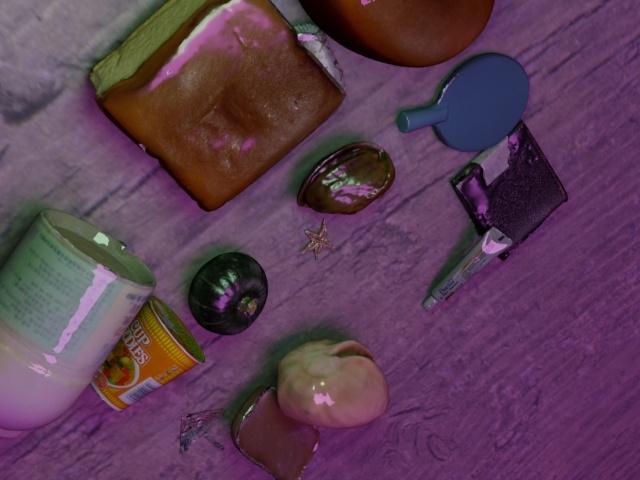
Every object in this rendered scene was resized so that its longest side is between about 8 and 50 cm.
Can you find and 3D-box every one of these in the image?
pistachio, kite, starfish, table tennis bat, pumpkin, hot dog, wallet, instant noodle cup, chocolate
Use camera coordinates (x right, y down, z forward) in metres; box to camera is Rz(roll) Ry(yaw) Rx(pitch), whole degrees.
[{"bbox_3d":[0.035,0.318,2.180,0.214,0.193,0.318,-43,141,13],"label":"pistachio"},{"bbox_3d":[-0.251,0.411,2.171,0.139,0.011,0.156,-41,130,-3],"label":"kite"},{"bbox_3d":[0.051,-0.112,1.982,0.210,0.130,0.165,-19,128,-12],"label":"pistachio"},{"bbox_3d":[0.000,0.000,2.087,0.092,0.016,0.086,27,101,-34],"label":"starfish"},{"bbox_3d":[0.302,-0.276,2.102,0.329,0.044,0.215,-16,125,-27],"label":"table tennis bat"},{"bbox_3d":[-0.177,0.103,1.963,0.167,0.125,0.167,-9,110,-25],"label":"pumpkin"},{"bbox_3d":[-0.017,-0.312,1.868,0.108,0.059,0.191,-27,130,-4],"label":"hot dog"},{"bbox_3d":[0.428,-0.109,2.264,0.221,0.071,0.262,-41,124,-5],"label":"wallet"},{"bbox_3d":[-0.340,0.225,1.922,0.185,0.168,0.168,-38,130,2],"label":"instant noodle cup"},{"bbox_3d":[-0.110,0.423,2.219,0.161,0.083,0.261,-53,133,-19],"label":"chocolate"}]

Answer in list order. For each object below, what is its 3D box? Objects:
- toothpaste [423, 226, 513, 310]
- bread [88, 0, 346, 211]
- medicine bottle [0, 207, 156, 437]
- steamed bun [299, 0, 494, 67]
[{"bbox_3d":[0.325,0.070,2.281,0.067,0.037,0.255,35,114,-20],"label":"toothpaste"},{"bbox_3d":[-0.173,-0.255,1.716,0.333,0.143,0.323,-40,131,7],"label":"bread"},{"bbox_3d":[-0.487,0.171,1.732,0.236,0.236,0.406,30,97,-40],"label":"medicine bottle"},{"bbox_3d":[0.104,-0.443,1.749,0.379,0.235,0.248,27,95,-41],"label":"steamed bun"}]
